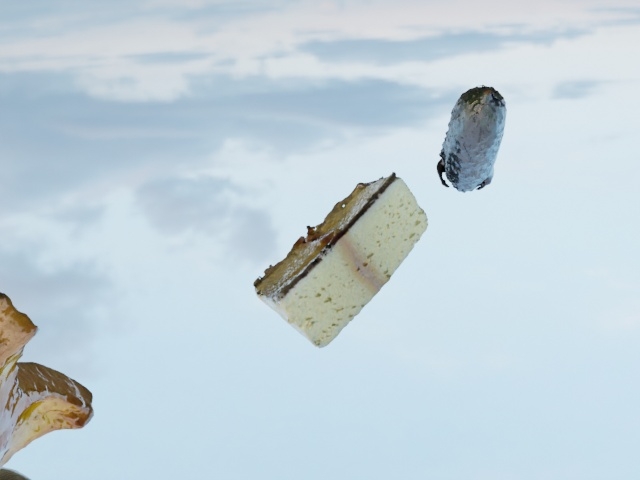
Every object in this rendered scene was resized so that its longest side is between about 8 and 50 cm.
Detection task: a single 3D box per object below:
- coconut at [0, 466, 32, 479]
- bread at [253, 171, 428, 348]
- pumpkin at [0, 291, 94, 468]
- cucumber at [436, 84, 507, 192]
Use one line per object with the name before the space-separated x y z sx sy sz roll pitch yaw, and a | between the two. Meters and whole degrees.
coconut | -0.543 0.479 1.947 0.224 0.224 0.224 -3 -165 1
bread | 0.000 0.000 1.557 0.240 0.135 0.178 -47 -136 -12
pumpkin | -0.311 0.193 1.028 0.095 0.258 0.290 24 158 8
cucumber | 0.156 -0.100 1.208 0.067 0.067 0.245 -3 170 3
